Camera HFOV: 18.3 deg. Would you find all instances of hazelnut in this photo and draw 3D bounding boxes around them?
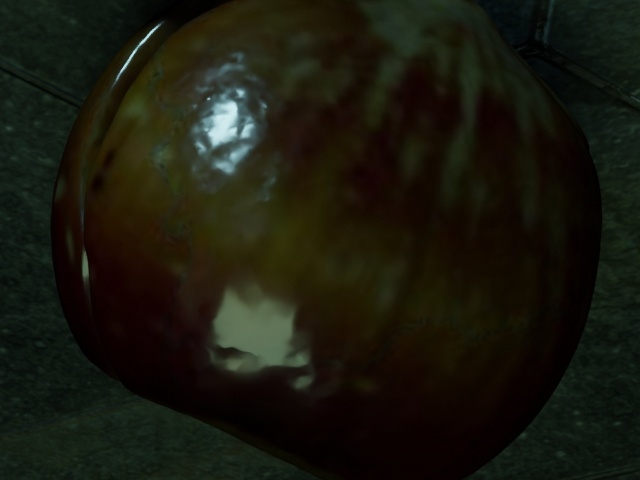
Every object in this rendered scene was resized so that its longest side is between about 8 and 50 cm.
[{"bbox_3d":[0.000,0.000,1.564,0.429,0.402,0.402,22,136,-15],"label":"hazelnut"}]
